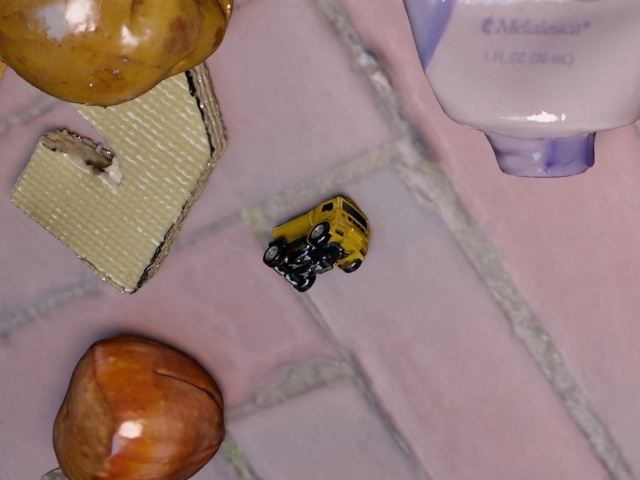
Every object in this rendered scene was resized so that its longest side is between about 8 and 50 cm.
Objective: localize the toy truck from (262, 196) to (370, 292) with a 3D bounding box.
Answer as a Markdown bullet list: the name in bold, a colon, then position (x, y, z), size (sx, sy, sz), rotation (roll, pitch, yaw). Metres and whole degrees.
- **toy truck**: position (0.000, 0.000, 1.535), size (0.083, 0.054, 0.049), rotation (-23, 132, 34)

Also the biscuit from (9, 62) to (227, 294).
- **biscuit**: position (-0.163, -0.079, 1.575), size (0.147, 0.046, 0.250), rotation (36, 128, 6)

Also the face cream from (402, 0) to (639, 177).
- **face cream**: position (0.157, -0.247, 1.297), size (0.235, 0.137, 0.420), rotation (5, 109, 21)

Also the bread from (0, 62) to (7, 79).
- **bread**: position (-0.383, -0.115, 1.579), size (0.163, 0.167, 0.264), rotation (31, 117, 4)

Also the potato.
- **potato**: position (-0.236, -0.248, 1.436), size (0.369, 0.176, 0.195), rotation (33, 120, 12)

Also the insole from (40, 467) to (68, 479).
- **insole**: position (-0.200, 0.221, 1.792), size (0.193, 0.006, 0.065), rotation (-28, 103, 36)

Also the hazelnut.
- **hazelnut**: position (-0.162, 0.160, 1.672), size (0.150, 0.150, 0.150), rotation (12, 122, 20)
